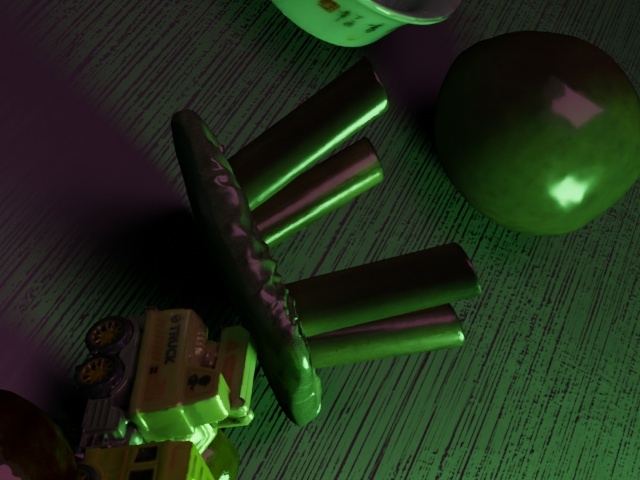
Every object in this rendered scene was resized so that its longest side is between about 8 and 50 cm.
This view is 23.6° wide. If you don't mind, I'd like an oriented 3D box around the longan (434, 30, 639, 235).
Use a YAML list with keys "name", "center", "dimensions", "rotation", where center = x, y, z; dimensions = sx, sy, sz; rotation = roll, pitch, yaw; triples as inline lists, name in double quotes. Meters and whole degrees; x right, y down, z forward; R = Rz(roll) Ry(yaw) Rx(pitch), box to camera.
- name: "longan"
  center: [0.296, -0.153, 2.093]
  dimensions: [0.297, 0.297, 0.297]
  rotation: [26, 46, -30]

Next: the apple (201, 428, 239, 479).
- name: "apple"
  center: [-0.123, 0.219, 1.529]
  dimensions: [0.074, 0.089, 0.089]
  rotation: [-40, 93, -14]

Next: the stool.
- name: "stool"
  center: [0.000, 0.000, 1.602]
  dimensions: [0.226, 0.310, 0.310]
  rotation: [-24, 74, -7]

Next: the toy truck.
- name: "toy truck"
  center: [-0.144, 0.180, 1.420]
  dimensions: [0.272, 0.157, 0.124]
  rotation: [-83, 157, -47]

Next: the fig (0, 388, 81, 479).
- name: "fig"
  center: [-0.306, 0.223, 1.240]
  dimensions: [0.235, 0.235, 0.214]
  rotation: [46, 36, -9]

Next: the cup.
- name: "cup"
  center: [0.019, -0.400, 2.074]
  dimensions: [0.347, 0.163, 0.347]
  rotation: [26, 47, -31]

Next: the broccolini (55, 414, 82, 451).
- name: "broccolini"
  center: [-0.233, 0.273, 1.409]
  dimensions: [0.071, 0.057, 0.254]
  rotation: [2, 51, -6]
